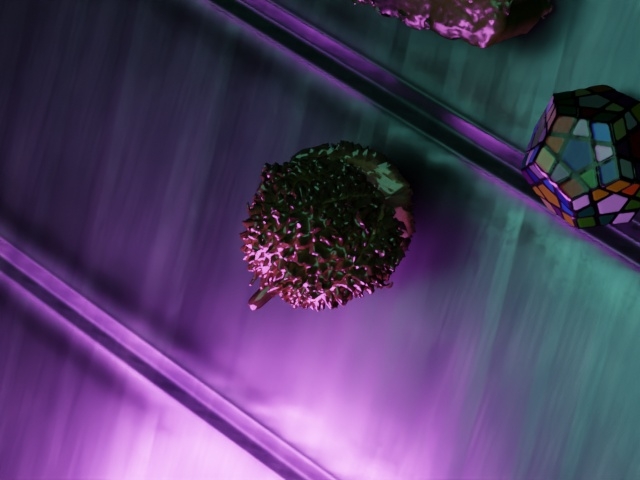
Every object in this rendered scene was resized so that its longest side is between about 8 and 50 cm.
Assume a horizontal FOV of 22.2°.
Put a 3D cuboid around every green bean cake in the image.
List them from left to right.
[{"bbox_3d":[0.126,-0.302,1.508,0.200,0.113,0.214,26,115,26],"label":"green bean cake"}]

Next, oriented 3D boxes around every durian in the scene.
[{"bbox_3d":[0.000,0.000,1.551,0.196,0.196,0.167,-45,76,19],"label":"durian"}]

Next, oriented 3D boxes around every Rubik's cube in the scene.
[{"bbox_3d":[0.246,-0.076,1.474,0.133,0.112,0.133,2,94,26],"label":"Rubik's cube"}]
